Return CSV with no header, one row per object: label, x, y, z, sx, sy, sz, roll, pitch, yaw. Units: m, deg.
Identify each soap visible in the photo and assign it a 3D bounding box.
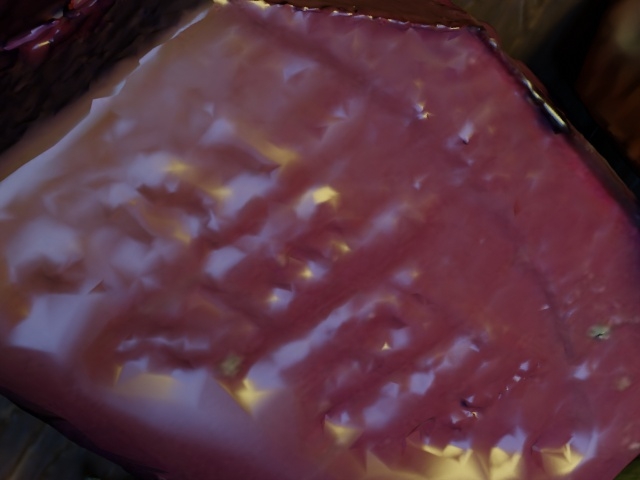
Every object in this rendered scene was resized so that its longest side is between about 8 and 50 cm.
soap,0.000,0.000,0.607,0.220,0.127,0.325,-46,124,4

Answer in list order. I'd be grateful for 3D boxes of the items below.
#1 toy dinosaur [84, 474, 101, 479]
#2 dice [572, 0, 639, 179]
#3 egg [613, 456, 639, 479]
toy dinosaur,-0.086,0.144,0.723,0.058,0.037,0.180,8,117,-20
dice,0.222,-0.046,0.638,0.179,0.175,0.174,-44,127,8
egg,0.149,0.186,0.783,0.181,0.141,0.141,-33,127,12
